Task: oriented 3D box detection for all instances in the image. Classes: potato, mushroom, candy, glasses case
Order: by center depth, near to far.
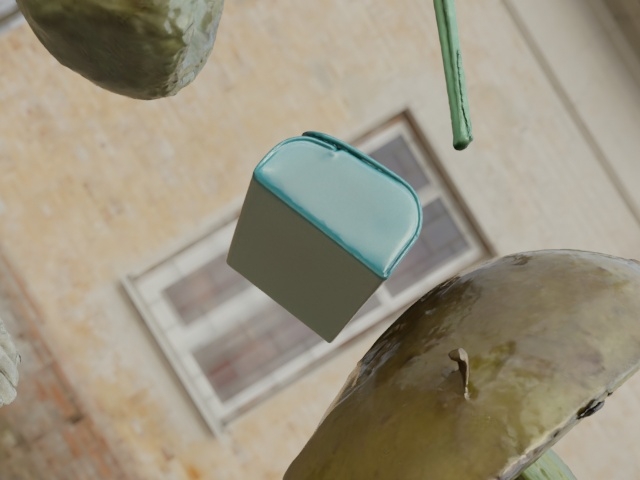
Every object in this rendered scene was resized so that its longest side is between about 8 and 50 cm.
[{"bbox_3d":[0.077,0.085,0.876,0.116,0.299,0.239,52,-35,5],"label":"potato"},{"bbox_3d":[-0.149,-0.212,1.195,0.189,0.164,0.267,23,-25,-7],"label":"mushroom"},{"bbox_3d":[-0.001,-0.002,1.209,0.117,0.070,0.301,37,-12,1],"label":"glasses case"},{"bbox_3d":[0.088,-0.218,1.237,0.092,0.093,0.336,87,0,-65],"label":"candy"}]

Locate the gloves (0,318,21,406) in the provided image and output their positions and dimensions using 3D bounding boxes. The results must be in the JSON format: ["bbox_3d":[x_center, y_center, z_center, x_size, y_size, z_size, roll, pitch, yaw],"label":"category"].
[{"bbox_3d":[-0.195,0.057,0.913,0.081,0.044,0.037,57,19,4],"label":"gloves"}]

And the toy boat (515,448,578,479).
[{"bbox_3d":[0.190,0.262,1.394,0.084,0.111,0.276,0,46,-49],"label":"toy boat"}]
